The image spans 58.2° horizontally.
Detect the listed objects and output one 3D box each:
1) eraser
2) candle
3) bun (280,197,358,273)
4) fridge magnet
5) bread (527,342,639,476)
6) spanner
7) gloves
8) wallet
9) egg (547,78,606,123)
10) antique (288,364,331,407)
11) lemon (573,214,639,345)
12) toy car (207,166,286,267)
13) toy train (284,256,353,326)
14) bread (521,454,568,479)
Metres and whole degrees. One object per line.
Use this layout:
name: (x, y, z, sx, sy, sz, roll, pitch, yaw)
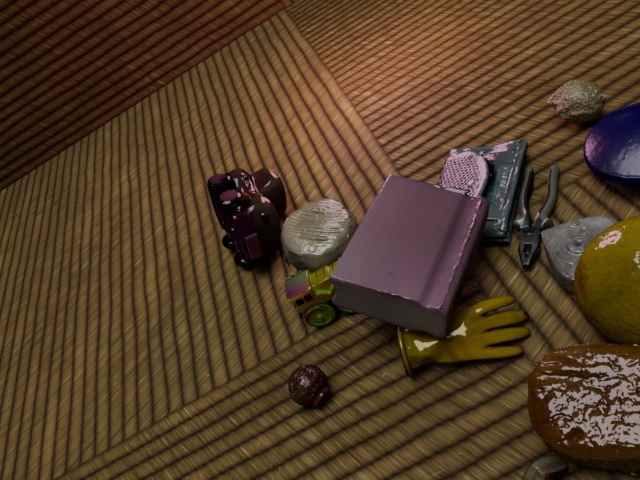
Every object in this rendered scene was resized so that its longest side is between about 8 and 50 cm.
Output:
eraser: (0.215, 0.024, 1.338, 0.272, 0.122, 0.359, 14, 50, 21)
candle: (0.579, 0.023, 1.292, 0.168, 0.068, 0.192, 22, 63, 42)
bun: (0.000, 0.000, 1.646, 0.238, 0.141, 0.239, -14, 46, 14)
fridge magnet: (0.768, -0.225, 1.362, 0.265, 0.113, 0.266, -19, 44, 19)
bread: (0.511, 0.295, 1.037, 0.253, 0.142, 0.228, 0, 60, 31)
spanner: (0.534, -0.065, 1.425, 0.095, 0.040, 0.325, -1, 51, 34)
gloves: (0.323, 0.214, 1.284, 0.294, 0.116, 0.133, -16, 72, 9)
wallet: (0.415, -0.137, 1.549, 0.237, 0.075, 0.342, -2, 52, 36)
egg: (0.692, -0.374, 1.547, 0.118, 0.116, 0.140, -27, 33, -35)
antique: (-0.031, 0.347, 1.377, 0.104, 0.104, 0.104, -18, 44, 19)
lemon: (0.615, 0.076, 1.077, 0.267, 0.267, 0.268, -18, 44, 19)
toy car: (-0.206, -0.091, 1.811, 0.240, 0.271, 0.341, -22, 42, -15)
toy train: (0.057, 0.112, 1.492, 0.296, 0.161, 0.101, -27, 36, 10)
bread: (0.403, 0.427, 1.045, 0.109, 0.062, 0.043, -40, 41, -10)
